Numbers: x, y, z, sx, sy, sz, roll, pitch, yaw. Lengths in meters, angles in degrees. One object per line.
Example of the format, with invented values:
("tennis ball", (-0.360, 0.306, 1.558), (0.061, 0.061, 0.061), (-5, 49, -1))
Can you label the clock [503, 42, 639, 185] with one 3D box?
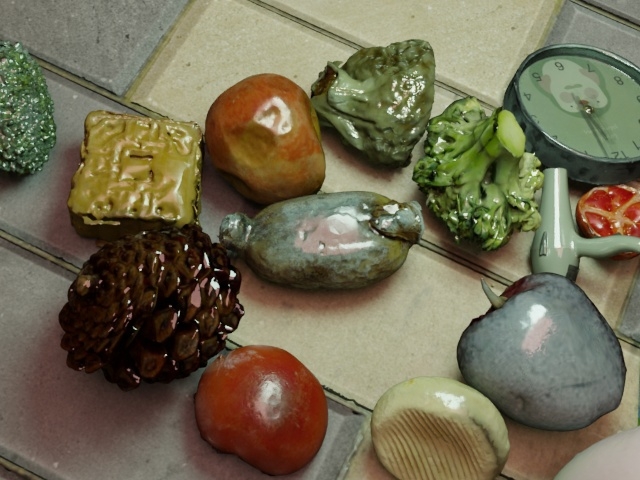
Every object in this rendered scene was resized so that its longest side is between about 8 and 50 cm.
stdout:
("clock", (0.509, -0.246, 1.818), (0.319, 0.066, 0.318), (6, 55, -8))

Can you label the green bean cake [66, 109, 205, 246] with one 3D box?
("green bean cake", (-0.315, -0.106, 1.666), (0.230, 0.131, 0.223), (5, 67, -3))

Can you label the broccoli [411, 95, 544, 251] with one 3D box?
("broccoli", (0.300, -0.137, 1.683), (0.248, 0.245, 0.288), (-26, 79, -31))

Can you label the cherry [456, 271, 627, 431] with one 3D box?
("cherry", (0.356, 0.178, 1.557), (0.296, 0.218, 0.255), (45, 45, 8))

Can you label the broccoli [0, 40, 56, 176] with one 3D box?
("broccoli", (-0.598, -0.228, 1.658), (0.244, 0.247, 0.262), (-7, 105, 25))

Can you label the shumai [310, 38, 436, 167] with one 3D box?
("shumai", (0.087, -0.267, 1.751), (0.218, 0.189, 0.255), (7, 60, -5))

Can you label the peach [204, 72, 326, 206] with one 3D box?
("peach", (-0.086, -0.170, 1.688), (0.214, 0.214, 0.235), (-33, 89, -18))

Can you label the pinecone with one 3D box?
("pinecone", (-0.262, 0.104, 1.502), (0.296, 0.298, 0.242), (-13, 97, -48))

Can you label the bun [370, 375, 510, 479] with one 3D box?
("bun", (0.192, 0.299, 1.526), (0.223, 0.222, 0.127), (19, 31, 3))

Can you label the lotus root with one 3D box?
("lotus root", (0.000, 0.002, 1.641), (0.350, 0.175, 0.174), (-2, 66, -2))

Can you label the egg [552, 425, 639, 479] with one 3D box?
("egg", (0.497, 0.429, 1.407), (0.340, 0.354, 0.354), (9, 64, 18))

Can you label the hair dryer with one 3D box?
("hair dryer", (0.473, -0.042, 1.666), (0.092, 0.267, 0.229), (10, 60, -47))

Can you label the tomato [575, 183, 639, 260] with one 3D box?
("tomato", (0.539, -0.028, 1.753), (0.156, 0.069, 0.155), (3, 59, -6))

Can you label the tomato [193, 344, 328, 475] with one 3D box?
("tomato", (-0.079, 0.260, 1.515), (0.228, 0.112, 0.199), (24, 71, -11))

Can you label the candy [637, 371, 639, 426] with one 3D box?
("candy", (0.605, 0.244, 1.643), (0.097, 0.062, 0.194), (11, 66, 0))
